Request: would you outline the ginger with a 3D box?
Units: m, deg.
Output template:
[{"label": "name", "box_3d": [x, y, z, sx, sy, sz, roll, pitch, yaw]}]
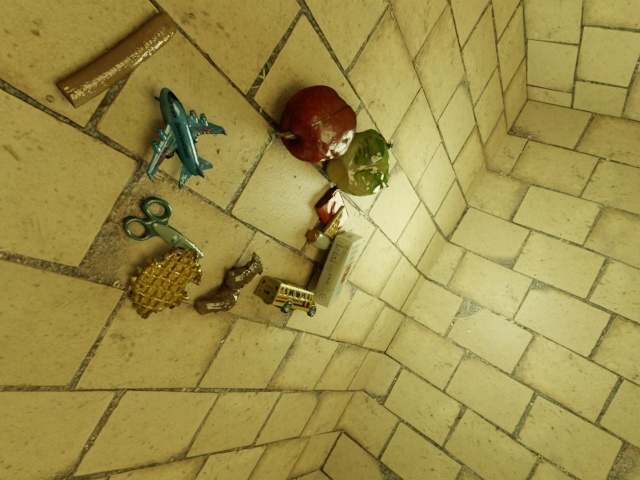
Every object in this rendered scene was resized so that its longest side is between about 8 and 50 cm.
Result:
[{"label": "ginger", "box_3d": [-0.316, 0.167, 1.458, 0.290, 0.084, 0.122, -44, 149, -25]}]

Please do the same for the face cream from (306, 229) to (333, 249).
[{"label": "face cream", "box_3d": [0.000, 0.000, 1.795, 0.072, 0.051, 0.182, -56, 148, 3]}]

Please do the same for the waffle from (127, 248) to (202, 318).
[{"label": "waffle", "box_3d": [-0.463, 0.125, 1.235, 0.229, 0.051, 0.231, -22, 140, -34]}]

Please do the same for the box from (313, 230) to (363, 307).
[{"label": "box", "box_3d": [0.083, 0.130, 1.911, 0.330, 0.095, 0.210, -68, 165, 14]}]

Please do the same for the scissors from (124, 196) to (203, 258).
[{"label": "scissors", "box_3d": [-0.438, -0.015, 1.198, 0.138, 0.041, 0.289, -50, 145, -8]}]

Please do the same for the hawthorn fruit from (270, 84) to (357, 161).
[{"label": "hawthorn fruit", "box_3d": [-0.008, -0.376, 1.348, 0.258, 0.258, 0.261, 80, 21, -44]}]

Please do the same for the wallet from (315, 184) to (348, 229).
[{"label": "wallet", "box_3d": [0.056, -0.127, 1.785, 0.142, 0.045, 0.204, -48, 144, -18]}]

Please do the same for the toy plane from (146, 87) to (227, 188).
[{"label": "toy plane", "box_3d": [-0.363, -0.270, 1.060, 0.254, 0.105, 0.271, -42, 141, -29]}]

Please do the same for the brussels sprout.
[{"label": "brussels sprout", "box_3d": [0.173, -0.312, 1.656, 0.294, 0.227, 0.259, -28, 120, -30]}]

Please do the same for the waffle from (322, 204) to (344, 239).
[{"label": "waffle", "box_3d": [0.075, -0.079, 1.782, 0.152, 0.023, 0.097, -56, 146, 4]}]

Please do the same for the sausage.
[{"label": "sausage", "box_3d": [-0.440, -0.404, 0.900, 0.301, 0.066, 0.065, -47, 144, -18]}]

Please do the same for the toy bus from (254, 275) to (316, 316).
[{"label": "toy bus", "box_3d": [-0.130, 0.241, 1.736, 0.335, 0.121, 0.123, 27, 84, -56]}]
